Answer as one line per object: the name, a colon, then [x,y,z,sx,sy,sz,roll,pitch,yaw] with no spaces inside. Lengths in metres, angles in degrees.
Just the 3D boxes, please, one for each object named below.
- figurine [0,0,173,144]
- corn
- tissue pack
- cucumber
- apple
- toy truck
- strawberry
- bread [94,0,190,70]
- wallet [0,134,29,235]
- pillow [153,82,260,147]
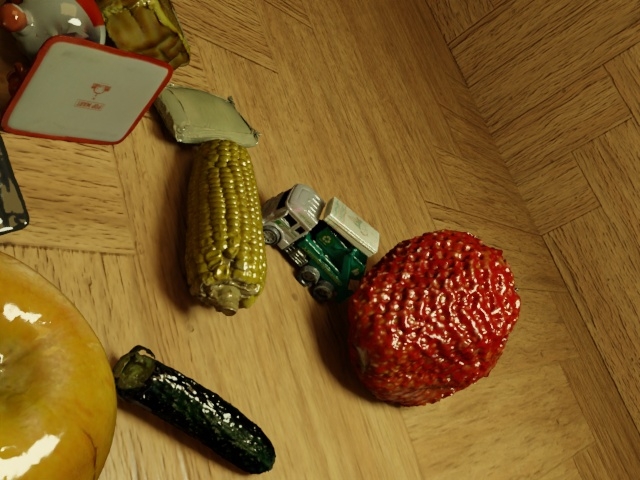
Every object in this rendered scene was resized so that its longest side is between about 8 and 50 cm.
figurine: [-0.344,-0.268,0.797,0.183,0.160,0.226,-2,56,-56]
corn: [-0.141,-0.030,0.885,0.119,0.119,0.322,27,40,-41]
tissue pack: [0.053,-0.023,1.019,0.108,0.023,0.056,38,37,-19]
cucumber: [-0.134,0.212,0.726,0.245,0.067,0.067,40,35,-25]
apple: [-0.285,0.131,0.421,0.286,0.233,0.286,37,36,-32]
toy truck: [0.000,0.000,1.055,0.216,0.116,0.110,47,33,-18]
strawberry: [0.186,0.151,1.062,0.351,0.267,0.312,-18,108,-45]
bread: [-0.288,-0.374,0.945,0.181,0.096,0.222,57,9,-75]
wallet: [-0.435,-0.133,0.572,0.247,0.041,0.323,-23,95,-52]
pillow: [-0.195,-0.207,1.023,0.208,0.053,0.119,-6,64,-56]
